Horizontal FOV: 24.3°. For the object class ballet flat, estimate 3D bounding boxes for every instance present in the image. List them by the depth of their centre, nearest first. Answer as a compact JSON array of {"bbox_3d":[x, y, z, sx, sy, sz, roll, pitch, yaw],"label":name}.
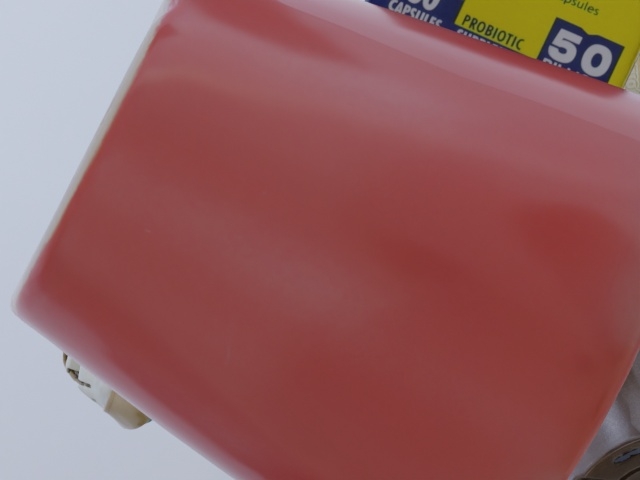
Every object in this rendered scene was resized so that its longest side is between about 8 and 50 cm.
[{"bbox_3d":[-0.203,0.130,1.414,0.073,0.232,0.080,15,-93,-18],"label":"ballet flat"}]

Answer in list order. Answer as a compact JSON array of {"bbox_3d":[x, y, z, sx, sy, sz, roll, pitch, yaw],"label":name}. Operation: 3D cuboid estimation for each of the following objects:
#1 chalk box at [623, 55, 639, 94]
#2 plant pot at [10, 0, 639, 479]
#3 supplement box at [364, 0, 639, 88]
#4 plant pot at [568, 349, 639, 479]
[{"bbox_3d":[0.289,-0.070,1.415,0.132,0.213,0.132,-4,-30,14],"label":"chalk box"},{"bbox_3d":[0.000,0.000,0.728,0.275,0.243,0.275,-60,9,16],"label":"plant pot"},{"bbox_3d":[0.193,-0.267,1.133,0.195,0.194,0.356,47,-112,-83],"label":"supplement box"},{"bbox_3d":[0.219,0.133,1.116,0.167,0.165,0.167,-8,-52,-10],"label":"plant pot"}]
